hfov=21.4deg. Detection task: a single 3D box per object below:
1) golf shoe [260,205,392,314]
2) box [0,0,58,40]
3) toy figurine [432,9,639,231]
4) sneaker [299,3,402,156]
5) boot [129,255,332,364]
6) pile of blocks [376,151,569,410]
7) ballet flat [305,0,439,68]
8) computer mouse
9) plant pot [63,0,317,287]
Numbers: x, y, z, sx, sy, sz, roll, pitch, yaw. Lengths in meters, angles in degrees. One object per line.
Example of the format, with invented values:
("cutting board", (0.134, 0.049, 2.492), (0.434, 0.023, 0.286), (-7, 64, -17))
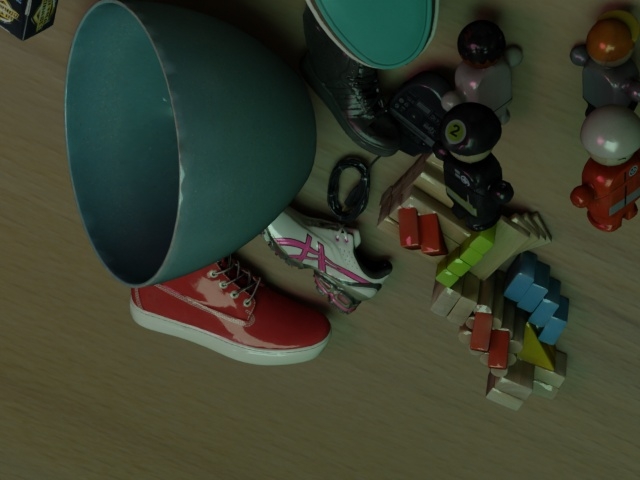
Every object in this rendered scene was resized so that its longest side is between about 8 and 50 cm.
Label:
("golf shoe", (0.000, 0.000, 1.913), (0.086, 0.067, 0.186), (-40, 119, 17))
("box", (-0.346, -0.326, 1.667), (0.220, 0.051, 0.175), (33, 132, 15))
("toy figurine", (0.219, -0.123, 1.664), (0.213, 0.209, 0.148), (1, 141, 11))
("sneaker", (0.036, -0.171, 1.745), (0.170, 0.051, 0.089), (48, 137, 5))
("boot", (-0.099, 0.043, 1.953), (0.244, 0.088, 0.176), (14, 129, 5))
("pile of blocks", (0.195, 0.061, 1.885), (0.149, 0.113, 0.362), (-21, 122, 26))
("ballet flat", (0.000, -0.341, 1.586), (0.139, 0.139, 0.400), (-16, 130, 23))
("computer mouse", (0.076, -0.101, 1.830), (0.071, 0.041, 0.242), (40, 134, -2))
("plant pot", (-0.120, -0.108, 1.738), (0.195, 0.290, 0.290), (-9, 138, -29))
